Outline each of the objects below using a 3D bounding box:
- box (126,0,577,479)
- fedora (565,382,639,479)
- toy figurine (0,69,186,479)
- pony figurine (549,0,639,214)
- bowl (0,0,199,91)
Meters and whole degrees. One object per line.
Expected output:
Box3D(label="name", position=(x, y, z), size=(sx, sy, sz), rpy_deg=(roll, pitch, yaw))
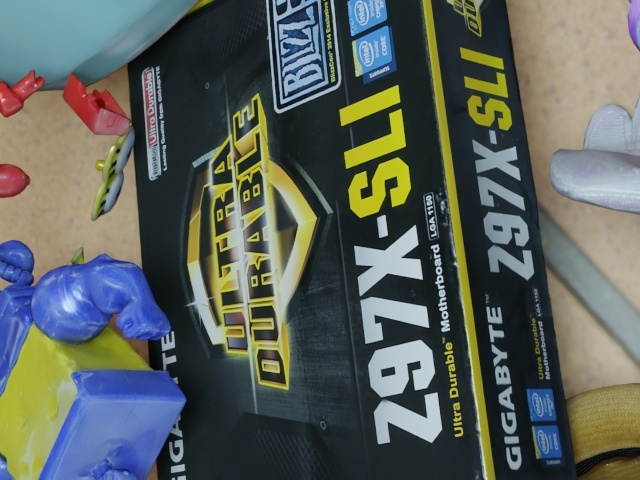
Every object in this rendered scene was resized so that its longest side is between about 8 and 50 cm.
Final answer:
Box3D(label="box", position=(0.000, 0.000, 0.742), size=(0.257, 0.079, 0.322), rpy_deg=(-18, 73, 43))
Box3D(label="fedora", position=(0.170, 0.165, 0.675), size=(0.194, 0.079, 0.194), rpy_deg=(-3, 84, 33))
Box3D(label="toy figurine", position=(-0.183, 0.109, 0.743), size=(0.217, 0.191, 0.362), rpy_deg=(46, 118, 36))
Box3D(label="pony figurine", position=(0.253, -0.010, 0.553), size=(0.303, 0.351, 0.363), rpy_deg=(-28, 89, 23))
Box3D(label="bowl", position=(-0.152, -0.209, 0.809), size=(0.311, 0.163, 0.311), rpy_deg=(-35, 25, 19))
